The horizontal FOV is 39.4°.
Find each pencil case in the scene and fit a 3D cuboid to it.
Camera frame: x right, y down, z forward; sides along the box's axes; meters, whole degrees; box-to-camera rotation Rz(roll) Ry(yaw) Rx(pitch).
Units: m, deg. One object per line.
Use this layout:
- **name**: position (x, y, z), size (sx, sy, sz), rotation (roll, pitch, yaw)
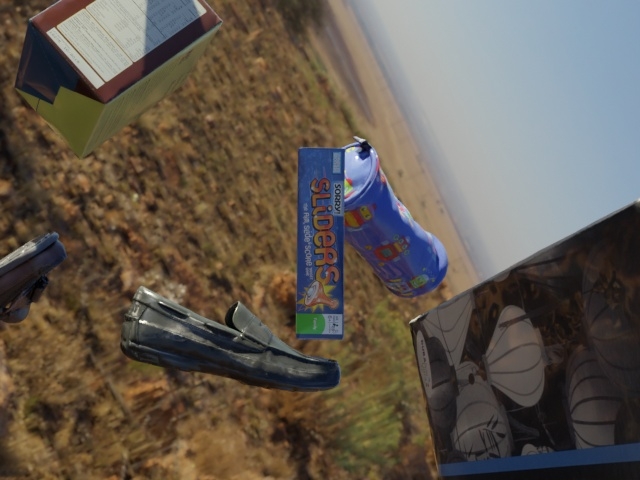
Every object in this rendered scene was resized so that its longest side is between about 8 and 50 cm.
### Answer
- **pencil case**: position (0.090, -0.029, 1.381), size (0.306, 0.119, 0.133), rotation (48, 17, -47)

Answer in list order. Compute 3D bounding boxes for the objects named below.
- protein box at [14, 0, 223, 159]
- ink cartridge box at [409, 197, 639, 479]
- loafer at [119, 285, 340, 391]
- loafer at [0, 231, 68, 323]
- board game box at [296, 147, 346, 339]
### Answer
- **protein box**: position (-0.268, -0.243, 1.170), size (0.136, 0.201, 0.200), rotation (49, -28, -4)
- **ink cartridge box**: position (0.131, 0.074, 0.336), size (0.332, 0.065, 0.165), rotation (134, -50, -66)
- **loafer**: position (-0.082, 0.099, 0.876), size (0.076, 0.223, 0.078), rotation (167, -63, -72)
- **loafer**: position (-0.443, 0.083, 1.248), size (0.095, 0.303, 0.109), rotation (56, 31, -11)
- **board game box**: position (0.000, 0.000, 0.720), size (0.201, 0.035, 0.136), rotation (-89, 180, -88)
